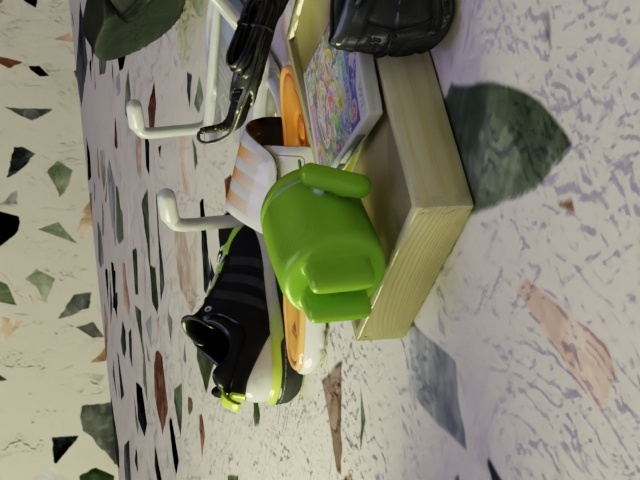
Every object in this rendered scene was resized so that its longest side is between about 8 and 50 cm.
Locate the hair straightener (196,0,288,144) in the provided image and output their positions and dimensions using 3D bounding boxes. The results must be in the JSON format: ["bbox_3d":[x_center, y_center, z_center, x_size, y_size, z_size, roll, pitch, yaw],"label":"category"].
[{"bbox_3d":[-0.046,-0.179,0.925,0.089,0.047,0.230,102,-172,-86],"label":"hair straightener"}]

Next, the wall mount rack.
[{"bbox_3d":[-0.119,-0.190,1.197,0.350,0.130,0.304,-118,29,-55],"label":"wall mount rack"}]

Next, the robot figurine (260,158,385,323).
[{"bbox_3d":[0.000,0.000,0.790,0.115,0.067,0.101,-112,18,-48],"label":"robot figurine"}]

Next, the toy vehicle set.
[{"bbox_3d":[0.031,-0.088,0.856,0.166,0.035,0.267,111,151,-57],"label":"toy vehicle set"}]

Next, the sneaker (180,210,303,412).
[{"bbox_3d":[-0.083,0.055,1.187,0.084,0.097,0.234,102,158,-43],"label":"sneaker"}]

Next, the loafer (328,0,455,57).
[{"bbox_3d":[0.030,-0.219,0.746,0.076,0.078,0.223,171,95,-74],"label":"loafer"}]

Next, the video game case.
[{"bbox_3d":[0.013,-0.097,0.826,0.122,0.011,0.087,126,138,-66],"label":"video game case"}]

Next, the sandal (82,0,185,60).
[{"bbox_3d":[-0.186,-0.299,1.437,0.107,0.167,0.446,57,167,8],"label":"sandal"}]

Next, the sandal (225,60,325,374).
[{"bbox_3d":[-0.037,-0.012,1.045,0.102,0.076,0.265,-140,48,-69],"label":"sandal"}]
